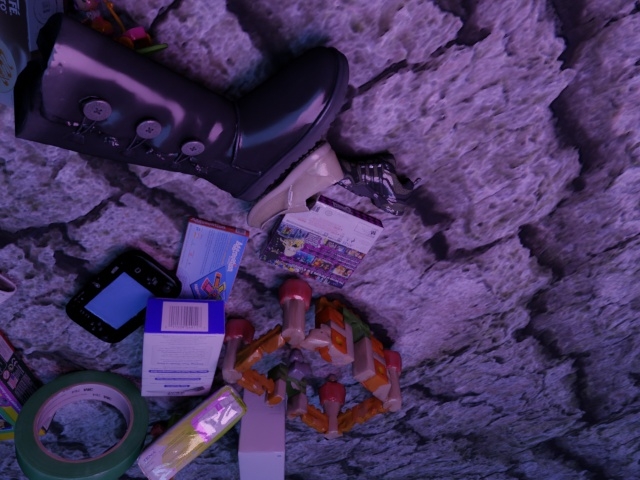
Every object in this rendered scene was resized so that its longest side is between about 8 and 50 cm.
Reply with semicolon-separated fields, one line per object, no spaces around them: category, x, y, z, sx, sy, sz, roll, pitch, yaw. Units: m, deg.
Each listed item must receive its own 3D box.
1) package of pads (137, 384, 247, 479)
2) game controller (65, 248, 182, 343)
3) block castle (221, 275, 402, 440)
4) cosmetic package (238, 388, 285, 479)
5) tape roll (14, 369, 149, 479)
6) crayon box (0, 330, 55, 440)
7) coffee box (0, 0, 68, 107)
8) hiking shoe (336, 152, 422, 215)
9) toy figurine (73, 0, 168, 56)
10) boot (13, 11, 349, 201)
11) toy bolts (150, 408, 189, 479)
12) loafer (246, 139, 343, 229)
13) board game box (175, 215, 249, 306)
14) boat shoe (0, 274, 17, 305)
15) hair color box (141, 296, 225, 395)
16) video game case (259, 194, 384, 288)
package of pads;-0.347;0.523;1.319;0.296;0.229;0.101;-37;86;-21
game controller;-0.490;0.144;1.188;0.319;0.067;0.166;-36;123;24
block castle;-0.012;0.312;1.281;0.303;0.213;0.453;-37;119;25
cosmetic package;-0.175;0.607;1.468;0.138;0.225;0.224;0;126;-5
tape roll;-0.633;0.502;1.290;0.321;0.321;0.077;12;124;-13
crayon box;-0.976;0.417;1.332;0.312;0.106;0.363;-7;126;2
coffee box;-0.503;-0.353;0.788;0.141;0.098;0.247;22;124;3
hiking shoe;0.105;-0.148;1.040;0.226;0.086;0.114;28;97;-18
toy figurine;-0.369;-0.381;0.816;0.173;0.130;0.159;-7;116;30
boot;-0.214;-0.252;0.798;0.445;0.146;0.367;18;125;-40
toy bolts;-0.433;0.663;1.518;0.158;0.218;0.228;31;137;-31
loafer;-0.056;-0.092;0.994;0.092;0.102;0.268;45;127;-8
board game box;-0.282;0.076;1.191;0.145;0.027;0.281;15;123;-14
boat shoe;-0.826;0.059;1.100;0.084;0.095;0.258;-30;134;12
hair color box;-0.360;0.284;1.240;0.185;0.110;0.339;5;136;-18
video game case;0.000;0.000;1.150;0.232;0.042;0.210;21;121;-19
